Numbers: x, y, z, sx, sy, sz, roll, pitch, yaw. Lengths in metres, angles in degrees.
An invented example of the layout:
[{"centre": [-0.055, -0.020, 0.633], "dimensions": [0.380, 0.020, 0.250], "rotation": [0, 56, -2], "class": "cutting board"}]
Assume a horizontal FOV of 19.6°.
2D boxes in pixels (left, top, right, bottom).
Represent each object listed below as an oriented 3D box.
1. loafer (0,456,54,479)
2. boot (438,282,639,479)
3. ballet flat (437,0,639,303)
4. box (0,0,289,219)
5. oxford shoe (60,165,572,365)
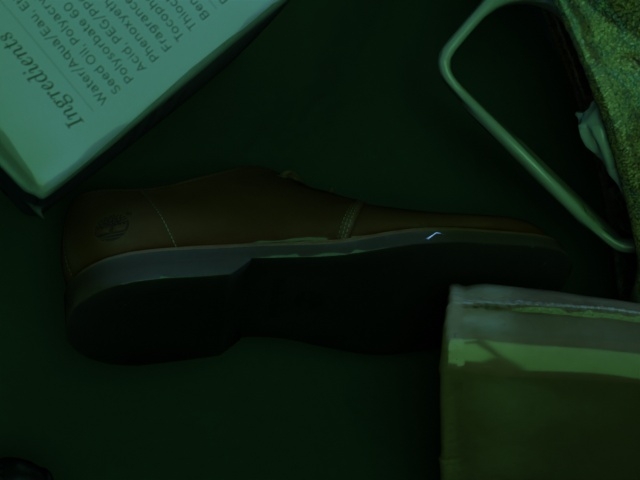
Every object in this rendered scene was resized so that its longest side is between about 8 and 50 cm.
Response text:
[{"centre": [-0.172, 0.180, 0.711], "dimensions": [0.078, 0.076, 0.223], "rotation": [28, 89, -15], "class": "loafer"}, {"centre": [0.185, 0.118, 0.759], "dimensions": [0.269, 0.089, 0.236], "rotation": [0, 120, 6], "class": "boot"}, {"centre": [0.081, -0.121, 0.744], "dimensions": [0.123, 0.123, 0.348], "rotation": [-31, 94, -8], "class": "ballet flat"}, {"centre": [-0.116, -0.113, 0.672], "dimensions": [0.119, 0.181, 0.182], "rotation": [-40, 95, -8], "class": "box"}, {"centre": [0.000, 0.000, 0.749], "dimensions": [0.212, 0.076, 0.076], "rotation": [1, 49, -19], "class": "oxford shoe"}]
